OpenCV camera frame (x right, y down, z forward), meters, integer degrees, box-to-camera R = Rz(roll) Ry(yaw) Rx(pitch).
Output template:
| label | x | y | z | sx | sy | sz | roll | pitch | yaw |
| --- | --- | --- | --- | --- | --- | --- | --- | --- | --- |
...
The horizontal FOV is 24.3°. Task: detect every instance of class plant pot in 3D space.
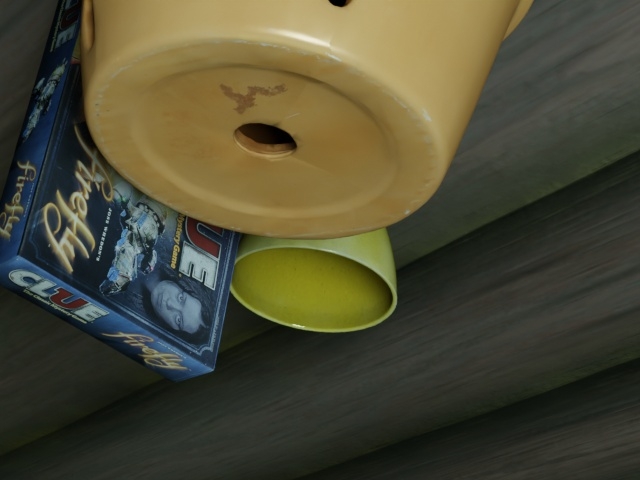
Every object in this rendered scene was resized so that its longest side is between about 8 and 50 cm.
| label | x | y | z | sx | sy | sz | roll | pitch | yaw |
| --- | --- | --- | --- | --- | --- | --- | --- | --- | --- |
| plant pot | 0.000 | 0.000 | 1.181 | 0.134 | 0.095 | 0.134 | 8 | 149 | 5 |
| plant pot | -0.017 | -0.134 | 0.856 | 0.291 | 0.203 | 0.291 | 8 | 150 | 4 |

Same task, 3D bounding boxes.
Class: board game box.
| label | x | y | z | sx | sy | sz | roll | pitch | yaw |
| --- | --- | --- | --- | --- | --- | --- | --- | --- | --- |
| board game box | -0.120 | -0.050 | 0.986 | 0.042 | 0.243 | 0.165 | -20 | 139 | 39 |
